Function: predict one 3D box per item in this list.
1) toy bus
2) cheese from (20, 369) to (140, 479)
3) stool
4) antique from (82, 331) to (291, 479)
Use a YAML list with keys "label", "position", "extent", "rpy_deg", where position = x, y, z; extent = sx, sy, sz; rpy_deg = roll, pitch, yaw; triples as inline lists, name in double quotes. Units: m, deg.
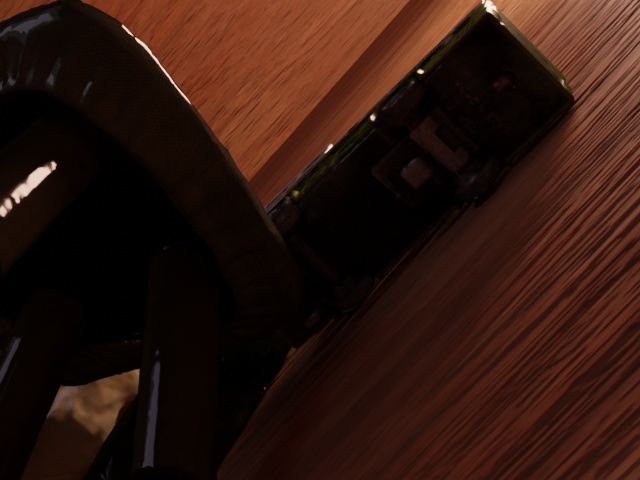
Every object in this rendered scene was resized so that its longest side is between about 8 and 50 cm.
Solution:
- label: "toy bus"
  position: [0.057, -0.053, 0.864]
  extent: [0.302, 0.113, 0.139]
  rpy_deg: [-42, 11, 24]
- label: "cheese"
  position: [-0.323, 0.237, 1.475]
  extent: [0.326, 0.115, 0.318]
  rpy_deg: [-56, 11, -28]
- label: "stool"
  position: [-0.214, 0.038, 0.766]
  extent: [0.310, 0.310, 0.226]
  rpy_deg: [-19, 31, 29]
- label: "antique"
  position: [-0.117, 0.151, 0.920]
  extent: [0.080, 0.081, 0.221]
  rpy_deg: [-40, 13, 51]
